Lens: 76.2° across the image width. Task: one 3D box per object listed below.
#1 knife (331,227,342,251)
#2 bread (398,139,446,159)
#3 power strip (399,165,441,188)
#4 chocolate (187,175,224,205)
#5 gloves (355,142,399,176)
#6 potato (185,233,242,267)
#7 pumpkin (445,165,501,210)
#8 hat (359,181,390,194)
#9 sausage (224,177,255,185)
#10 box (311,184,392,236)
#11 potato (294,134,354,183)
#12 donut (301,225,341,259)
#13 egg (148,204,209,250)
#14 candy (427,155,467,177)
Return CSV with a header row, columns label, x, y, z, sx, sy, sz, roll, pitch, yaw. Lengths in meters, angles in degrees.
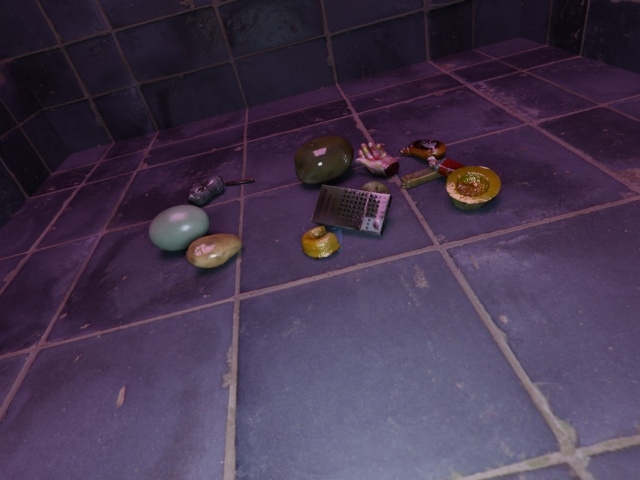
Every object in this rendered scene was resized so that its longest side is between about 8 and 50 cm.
label,x,y,z,sx,sy,sz,roll,pitch,yaw
knife,0.070,-0.047,1.783,0.044,0.019,0.313,-10,38,5
bread,0.543,-0.470,2.128,0.139,0.095,0.269,-30,24,-24
power strip,0.511,-0.315,1.958,0.305,0.044,0.064,-21,37,-7
chocolate,-0.636,-0.274,2.269,0.110,0.110,0.248,21,46,39
gloves,0.286,-0.411,2.109,0.145,0.126,0.241,-48,44,-3
potato,-0.461,0.043,1.770,0.161,0.128,0.235,30,49,26
pumpkin,0.638,-0.206,1.727,0.217,0.110,0.217,-5,48,5
hat,0.237,-0.177,1.779,0.146,0.146,0.067,-11,28,5
sausage,-0.467,-0.339,2.359,0.198,0.025,0.028,-6,5,11
box,0.130,-0.133,1.754,0.325,0.047,0.180,12,78,27
potato,0.024,-0.423,2.129,0.326,0.221,0.243,-18,33,-12
donut,-0.011,0.004,1.689,0.146,0.078,0.181,-26,33,-11
egg,-0.655,-0.058,1.897,0.282,0.203,0.203,-24,36,-4
candy,0.619,-0.321,1.882,0.292,0.059,0.086,30,62,23
